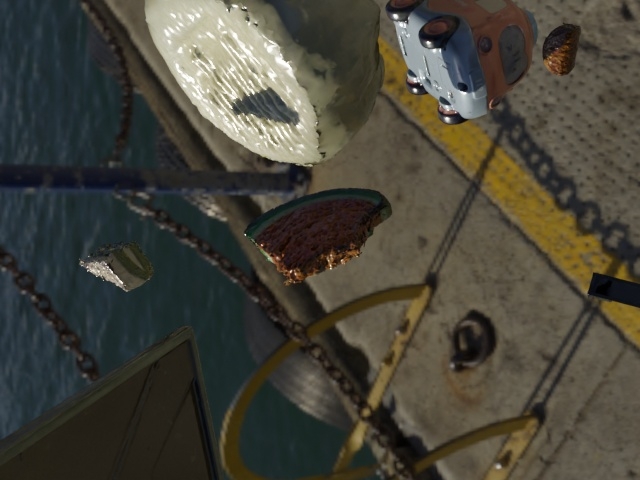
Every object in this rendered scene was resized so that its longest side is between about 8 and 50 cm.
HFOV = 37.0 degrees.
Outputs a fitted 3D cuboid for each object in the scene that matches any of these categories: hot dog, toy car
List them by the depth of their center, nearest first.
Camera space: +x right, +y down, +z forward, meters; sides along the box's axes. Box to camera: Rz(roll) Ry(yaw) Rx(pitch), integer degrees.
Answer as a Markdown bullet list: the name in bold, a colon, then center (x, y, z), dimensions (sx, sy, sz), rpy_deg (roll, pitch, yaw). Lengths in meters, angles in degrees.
- **hot dog**: center (0.373, -0.296, 1.474), dimensions (0.035, 0.058, 0.083), rpy_deg (-120, 25, -49)
- **toy car**: center (0.254, -0.343, 1.646), dimensions (0.270, 0.212, 0.180), rpy_deg (55, 169, 51)

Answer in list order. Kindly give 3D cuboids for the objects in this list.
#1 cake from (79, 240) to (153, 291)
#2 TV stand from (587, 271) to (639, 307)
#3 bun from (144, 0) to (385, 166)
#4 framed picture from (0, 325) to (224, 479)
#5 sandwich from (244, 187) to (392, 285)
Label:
- **cake**: center (-0.267, 0.020, 1.204), dimensions (0.140, 0.051, 0.055), rpy_deg (17, 140, 49)
- **TV stand**: center (0.573, 0.109, 1.574), dimensions (0.256, 0.049, 0.040), rpy_deg (15, 79, 22)
- **bun**: center (-0.055, -0.267, 1.216), dimensions (0.360, 0.211, 0.359), rpy_deg (35, 157, 17)
- **framed picture**: center (-0.179, 0.239, 0.865), dimensions (0.020, 0.324, 0.240), rpy_deg (-5, 104, 24)
- **sandwich**: center (0.006, -0.005, 1.520), dimensions (0.235, 0.079, 0.159), rpy_deg (-26, 43, 6)
